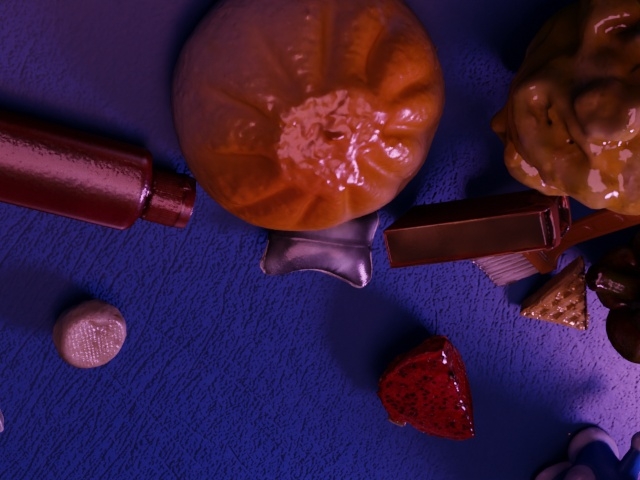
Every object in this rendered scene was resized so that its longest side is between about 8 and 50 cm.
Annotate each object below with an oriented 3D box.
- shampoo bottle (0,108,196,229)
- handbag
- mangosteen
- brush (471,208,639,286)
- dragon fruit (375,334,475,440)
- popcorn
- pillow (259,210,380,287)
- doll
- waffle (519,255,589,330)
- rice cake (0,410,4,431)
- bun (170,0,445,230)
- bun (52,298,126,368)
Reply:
[{"bbox_3d":[-0.264,-0.071,1.594,0.260,0.064,0.102,14,114,-19],"label":"shampoo bottle"},{"bbox_3d":[0.179,-0.016,1.646,0.190,0.127,0.063,-7,101,22],"label":"handbag"},{"bbox_3d":[0.414,0.059,1.726,0.250,0.211,0.211,4,117,-27],"label":"mangosteen"},{"bbox_3d":[0.306,-0.016,1.693,0.314,0.017,0.090,-21,130,37],"label":"brush"},{"bbox_3d":[0.124,0.169,1.811,0.106,0.083,0.162,-10,134,17],"label":"dragon fruit"},{"bbox_3d":[0.330,-0.168,1.547,0.316,0.297,0.281,-13,127,29],"label":"popcorn"},{"bbox_3d":[0.001,0.000,1.698,0.135,0.055,0.091,9,113,-19],"label":"pillow"},{"bbox_3d":[0.370,0.351,1.861,0.161,0.257,0.215,20,109,-35],"label":"doll"},{"bbox_3d":[0.313,0.064,1.778,0.097,0.023,0.153,13,149,-17],"label":"waffle"},{"bbox_3d":[-0.396,0.150,1.702,0.029,0.033,0.171,-16,120,-8],"label":"rice cake"},{"bbox_3d":[-0.004,-0.137,1.561,0.299,0.165,0.299,-6,120,-11],"label":"bun"},{"bbox_3d":[-0.265,0.101,1.695,0.086,0.055,0.086,-14,130,-18],"label":"bun"}]
